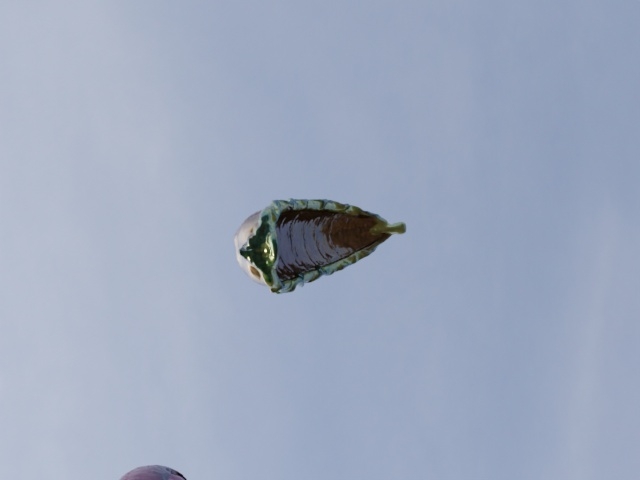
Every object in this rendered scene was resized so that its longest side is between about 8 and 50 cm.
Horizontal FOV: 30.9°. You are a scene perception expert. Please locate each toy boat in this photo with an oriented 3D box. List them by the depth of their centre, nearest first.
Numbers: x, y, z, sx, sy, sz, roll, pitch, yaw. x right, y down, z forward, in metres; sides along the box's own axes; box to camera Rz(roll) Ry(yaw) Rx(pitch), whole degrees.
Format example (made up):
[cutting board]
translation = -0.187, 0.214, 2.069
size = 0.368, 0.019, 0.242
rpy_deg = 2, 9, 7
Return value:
[toy boat]
translation = -0.008, 0.000, 1.395
size = 0.099, 0.293, 0.109
rpy_deg = -3, -86, 33

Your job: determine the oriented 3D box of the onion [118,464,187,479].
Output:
[onion]
translation = -0.220, 0.391, 1.417
size = 0.163, 0.230, 0.230
rpy_deg = -4, -68, 9
